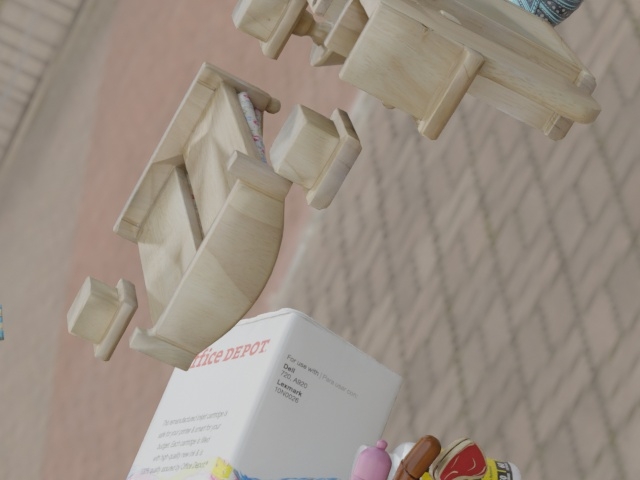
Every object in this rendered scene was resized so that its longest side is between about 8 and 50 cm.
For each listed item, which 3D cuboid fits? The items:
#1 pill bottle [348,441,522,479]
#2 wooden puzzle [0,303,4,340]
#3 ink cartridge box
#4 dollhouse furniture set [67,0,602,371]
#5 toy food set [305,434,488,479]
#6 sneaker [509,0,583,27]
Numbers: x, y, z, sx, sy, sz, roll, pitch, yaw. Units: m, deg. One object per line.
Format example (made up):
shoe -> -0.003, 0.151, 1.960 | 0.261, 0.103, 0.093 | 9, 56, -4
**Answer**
pill bottle -> 0.081, 0.181, 1.377 | 0.065, 0.116, 0.065 | -168, 90, -79
wooden puzzle -> -0.358, 0.088, 2.010 | 0.006, 0.049, 0.083 | 92, 168, -46
ink cartridge box -> -0.071, 0.210, 1.510 | 0.201, 0.117, 0.278 | -17, 46, 59
dollhouse furniture set -> 0.000, 0.000, 1.187 | 0.355, 0.174, 0.303 | -60, 18, 16
toy food set -> 0.050, 0.144, 1.077 | 0.019, 0.122, 0.078 | 19, 123, 61
sneaker -> 0.118, -0.263, 1.643 | 0.122, 0.110, 0.283 | -48, 47, -2
